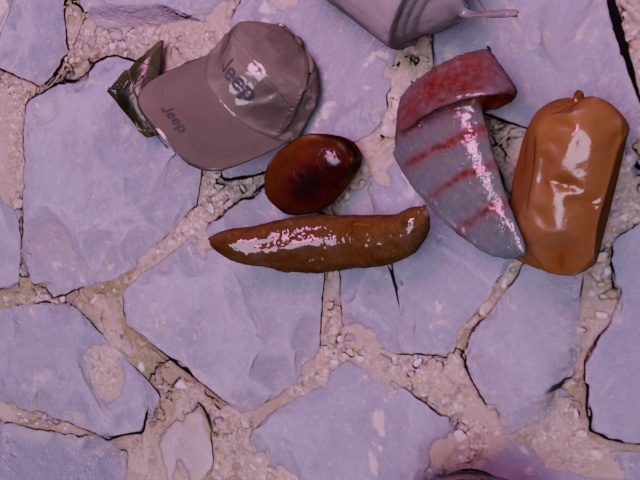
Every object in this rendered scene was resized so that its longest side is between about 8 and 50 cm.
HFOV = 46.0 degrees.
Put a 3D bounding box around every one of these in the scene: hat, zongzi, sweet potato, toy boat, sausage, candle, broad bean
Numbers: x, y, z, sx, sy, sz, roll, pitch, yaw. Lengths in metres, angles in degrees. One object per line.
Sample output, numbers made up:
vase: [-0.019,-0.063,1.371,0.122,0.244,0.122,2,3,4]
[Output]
hat: [-0.130,-0.228,1.123,0.214,0.245,0.149,46,132,10]
zongzi: [-0.265,-0.237,1.259,0.130,0.062,0.154,-39,86,11]
sweet potato: [0.003,0.001,1.138,0.341,0.114,0.092,-5,67,18]
toy boat: [0.194,-0.097,1.013,0.206,0.096,0.282,-27,72,38]
sausage: [0.317,-0.072,0.981,0.136,0.120,0.241,21,108,27]
candle: [0.112,-0.355,1.002,0.330,0.187,0.187,41,110,13]
broad bean: [-0.016,-0.101,1.146,0.165,0.084,0.114,-38,72,28]

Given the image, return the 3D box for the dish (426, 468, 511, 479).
dish: [0.219,0.398,1.084,0.273,0.134,0.273,5,128,6]
